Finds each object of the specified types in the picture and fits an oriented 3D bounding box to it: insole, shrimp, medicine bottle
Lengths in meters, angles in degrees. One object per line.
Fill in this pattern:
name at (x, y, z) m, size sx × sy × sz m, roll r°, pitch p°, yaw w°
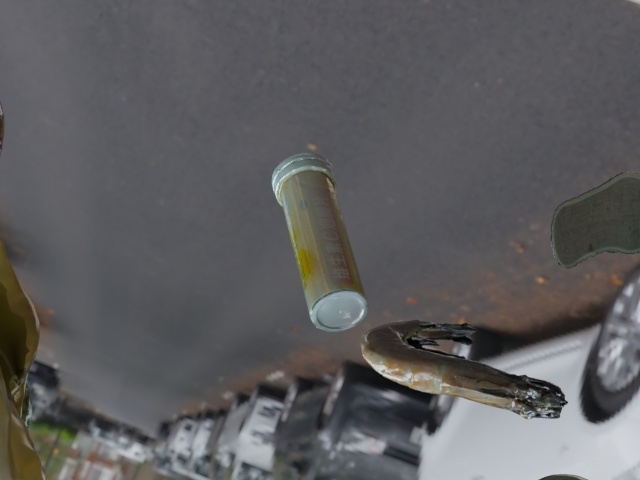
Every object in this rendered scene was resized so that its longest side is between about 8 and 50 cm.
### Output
insole at (0.266, -0.020, 1.069) m, size 0.003 × 0.080 × 0.232 m, roll 0°, pitch -172°, yaw 39°
shrimp at (0.150, 0.130, 1.210) m, size 0.219 × 0.046 × 0.152 m, roll 16°, pitch -163°, yaw 15°
medicine bottle at (0.000, 0.000, 1.266) m, size 0.074 × 0.218 × 0.074 m, roll -8°, pitch 134°, yaw -8°

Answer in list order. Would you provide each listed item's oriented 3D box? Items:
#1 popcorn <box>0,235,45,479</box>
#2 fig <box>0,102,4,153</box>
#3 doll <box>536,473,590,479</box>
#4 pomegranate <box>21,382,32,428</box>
popcorn at (-0.161, 0.063, 0.287) m, size 0.190 × 0.250 × 0.250 m, roll -28°, pitch 145°, yaw 20°
fig at (-0.535, -0.145, 1.597) m, size 0.205 × 0.205 × 0.205 m, roll 20°, pitch 168°, yaw 5°
doll at (0.209, 0.329, 0.825) m, size 0.330 × 0.174 × 0.235 m, roll 51°, pitch -168°, yaw 25°
pomegranate at (-0.330, 0.148, 1.078) m, size 0.123 × 0.169 × 0.143 m, roll -2°, pitch -166°, yaw 5°
